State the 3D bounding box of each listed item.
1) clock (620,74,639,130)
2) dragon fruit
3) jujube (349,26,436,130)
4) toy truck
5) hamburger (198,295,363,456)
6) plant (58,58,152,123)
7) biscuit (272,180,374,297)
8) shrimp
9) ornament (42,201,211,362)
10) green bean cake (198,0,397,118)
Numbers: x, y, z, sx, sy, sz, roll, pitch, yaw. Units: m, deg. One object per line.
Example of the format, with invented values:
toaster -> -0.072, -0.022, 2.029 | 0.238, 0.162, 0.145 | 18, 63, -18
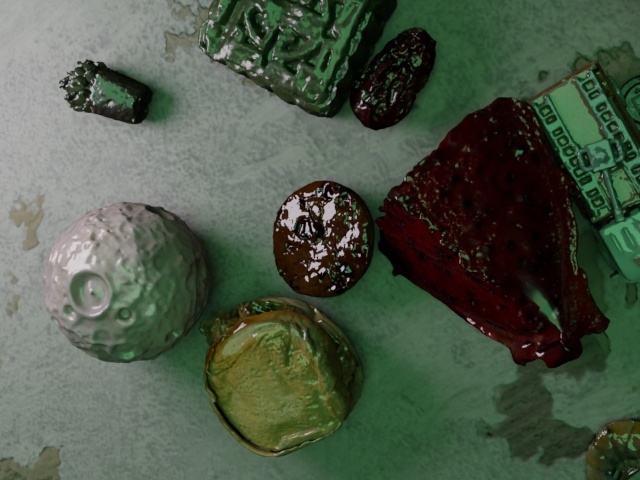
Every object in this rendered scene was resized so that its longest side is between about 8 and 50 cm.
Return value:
clock -> 0.477, -0.202, 1.046 | 0.085, 0.017, 0.085 | 1, 94, 11
dragon fruit -> 0.264, 0.006, 1.011 | 0.329, 0.286, 0.228 | 42, 75, 12
jujube -> 0.114, -0.243, 1.082 | 0.104, 0.104, 0.166 | 44, 93, 6
toy truck -> 0.403, -0.091, 0.986 | 0.136, 0.162, 0.305 | -30, 88, 21
hamburger -> -0.074, 0.209, 1.129 | 0.286, 0.146, 0.243 | 20, 104, 3
plant -> -0.357, -0.244, 1.180 | 0.143, 0.094, 0.092 | 20, 109, 5
biscuit -> 0.000, 0.000, 1.117 | 0.192, 0.049, 0.192 | 1, 92, 37
shrimp -> 0.499, 0.372, 1.071 | 0.217, 0.051, 0.150 | 41, 104, 14
ornament -> -0.307, 0.067, 1.122 | 0.259, 0.225, 0.260 | 1, 94, 11
green bean cake -> -0.037, -0.342, 1.090 | 0.255, 0.132, 0.241 | 32, 103, 8
